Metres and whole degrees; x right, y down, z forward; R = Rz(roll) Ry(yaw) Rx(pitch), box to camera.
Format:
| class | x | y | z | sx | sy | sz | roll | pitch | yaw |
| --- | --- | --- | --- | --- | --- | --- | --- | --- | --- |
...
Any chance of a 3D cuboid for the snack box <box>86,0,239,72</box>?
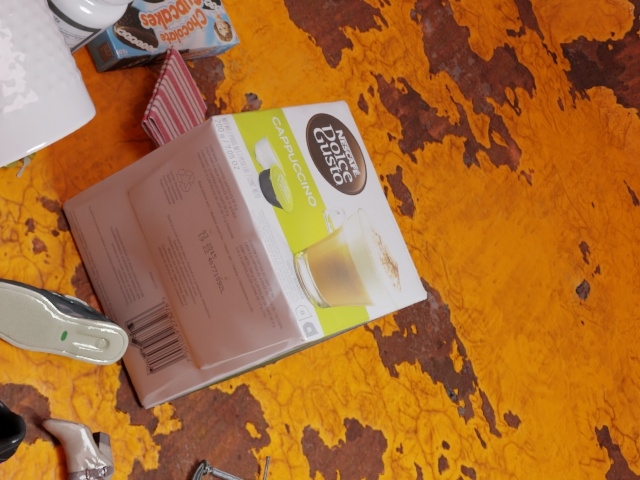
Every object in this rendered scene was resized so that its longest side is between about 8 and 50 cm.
| class | x | y | z | sx | sy | sz | roll | pitch | yaw |
| --- | --- | --- | --- | --- | --- | --- | --- | --- | --- |
| snack box | -0.290 | -0.397 | 2.171 | 0.322 | 0.060 | 0.187 | -21 | 86 | -54 |

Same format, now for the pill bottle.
| class | x | y | z | sx | sy | sz | roll | pitch | yaw |
| --- | --- | --- | --- | --- | --- | --- | --- | --- | --- |
| pill bottle | -0.383 | -0.357 | 1.846 | 0.161 | 0.283 | 0.161 | 29 | 48 | -38 |

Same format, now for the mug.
| class | x | y | z | sx | sy | sz | roll | pitch | yaw |
| --- | --- | --- | --- | --- | --- | --- | --- | --- | --- |
| mug | -0.510 | -0.240 | 1.593 | 0.374 | 0.276 | 0.328 | -35 | 110 | -38 |

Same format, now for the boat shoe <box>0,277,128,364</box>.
| class | x | y | z | sx | sy | sz | roll | pitch | yaw |
| --- | --- | --- | --- | --- | --- | --- | --- | --- | --- |
| boat shoe | -0.382 | 0.106 | 1.756 | 0.233 | 0.084 | 0.079 | 24 | 13 | -32 |

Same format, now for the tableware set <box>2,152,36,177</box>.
| class | x | y | z | sx | sy | sz | roll | pitch | yaw |
| --- | --- | --- | --- | --- | --- | --- | --- | --- | --- |
| tableware set | -0.477 | -0.164 | 1.836 | 0.154 | 0.024 | 0.104 | 44 | 37 | -22 |

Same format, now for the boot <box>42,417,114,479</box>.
| class | x | y | z | sx | sy | sz | roll | pitch | yaw |
| --- | --- | --- | --- | --- | --- | --- | --- | --- | --- |
| boot | -0.330 | 0.295 | 1.716 | 0.118 | 0.042 | 0.086 | 22 | 60 | -33 |

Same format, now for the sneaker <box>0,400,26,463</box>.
| class | x | y | z | sx | sy | sz | roll | pitch | yaw |
| --- | --- | --- | --- | --- | --- | --- | --- | --- | --- |
| sneaker | -0.473 | 0.171 | 1.527 | 0.293 | 0.146 | 0.102 | 43 | 41 | -26 |

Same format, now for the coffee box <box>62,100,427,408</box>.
| class | x | y | z | sx | sy | sz | roll | pitch | yaw |
| --- | --- | --- | --- | --- | --- | --- | --- | --- | --- |
| coffee box | -0.108 | 0.016 | 1.902 | 0.334 | 0.338 | 0.337 | -14 | 80 | -53 |

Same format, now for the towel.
| class | x | y | z | sx | sy | sz | roll | pitch | yaw |
| --- | --- | --- | --- | --- | --- | --- | --- | --- | --- |
| towel | -0.243 | -0.210 | 2.098 | 0.197 | 0.029 | 0.144 | -79 | 155 | -43 |

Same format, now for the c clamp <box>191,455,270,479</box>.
| class | x | y | z | sx | sy | sz | roll | pitch | yaw |
| --- | --- | --- | --- | --- | --- | --- | --- | --- | --- |
| c clamp | -0.139 | 0.377 | 1.913 | 0.161 | 0.022 | 0.137 | 25 | 55 | -41 |
